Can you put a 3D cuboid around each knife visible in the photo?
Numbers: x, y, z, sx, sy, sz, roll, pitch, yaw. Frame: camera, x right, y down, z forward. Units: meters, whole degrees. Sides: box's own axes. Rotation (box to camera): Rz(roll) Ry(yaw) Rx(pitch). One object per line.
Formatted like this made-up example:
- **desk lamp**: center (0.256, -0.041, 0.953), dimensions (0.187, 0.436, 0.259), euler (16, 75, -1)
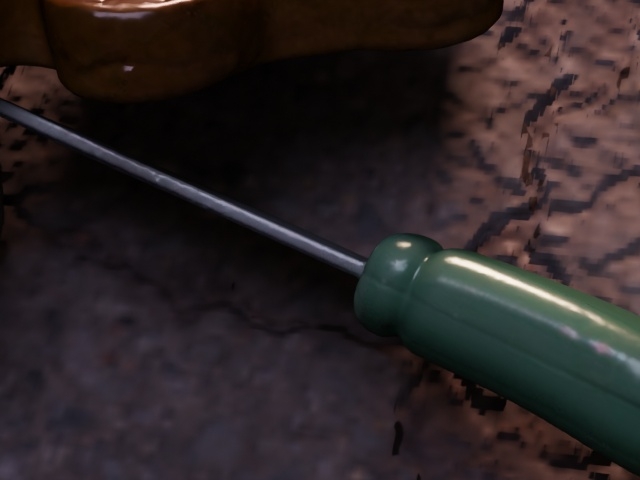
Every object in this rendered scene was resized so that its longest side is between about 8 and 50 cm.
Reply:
- **knife**: center (0.001, 0.000, 0.471), dimensions (0.260, 0.063, 0.034), euler (26, 97, 21)

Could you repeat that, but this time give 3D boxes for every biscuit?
- **biscuit**: center (-0.069, -0.083, 0.511), dimensions (0.236, 0.039, 0.180), euler (1, 30, -1)

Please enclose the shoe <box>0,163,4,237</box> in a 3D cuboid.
- **shoe**: center (-0.191, 0.032, 0.465), dimensions (0.125, 0.099, 0.227), euler (32, 65, 18)
